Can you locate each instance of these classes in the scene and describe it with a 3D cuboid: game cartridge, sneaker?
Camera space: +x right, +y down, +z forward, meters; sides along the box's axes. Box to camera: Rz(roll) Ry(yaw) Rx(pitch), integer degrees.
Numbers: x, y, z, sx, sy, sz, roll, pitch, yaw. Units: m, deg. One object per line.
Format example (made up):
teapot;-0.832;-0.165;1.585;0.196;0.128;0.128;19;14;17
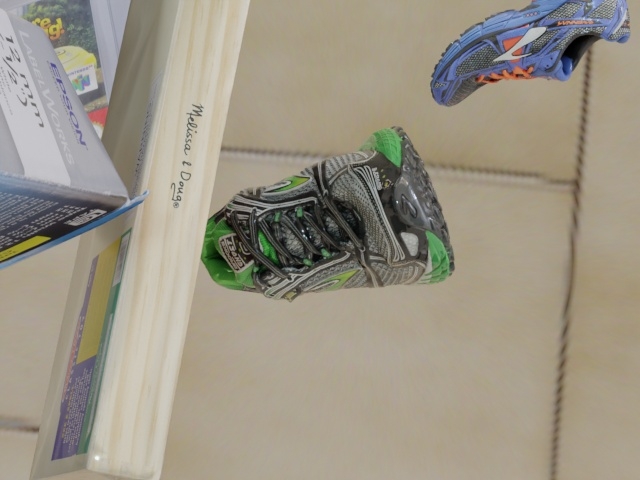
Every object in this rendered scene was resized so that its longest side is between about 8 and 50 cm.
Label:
game cartridge;-0.243;-0.123;1.591;0.294;0.060;0.196;-18;65;12
sneaker;0.202;-0.185;1.778;0.221;0.083;0.087;-30;80;26
sneaker;0.000;0.000;1.541;0.146;0.343;0.134;-21;90;-24

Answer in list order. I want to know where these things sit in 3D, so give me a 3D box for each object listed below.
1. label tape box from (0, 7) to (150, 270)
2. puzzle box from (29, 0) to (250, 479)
label tape box;-0.254;-0.025;0.953;0.249;0.348;0.115;-23;86;8
puzzle box;-0.130;-0.020;1.341;0.052;0.272;0.409;13;78;-15
